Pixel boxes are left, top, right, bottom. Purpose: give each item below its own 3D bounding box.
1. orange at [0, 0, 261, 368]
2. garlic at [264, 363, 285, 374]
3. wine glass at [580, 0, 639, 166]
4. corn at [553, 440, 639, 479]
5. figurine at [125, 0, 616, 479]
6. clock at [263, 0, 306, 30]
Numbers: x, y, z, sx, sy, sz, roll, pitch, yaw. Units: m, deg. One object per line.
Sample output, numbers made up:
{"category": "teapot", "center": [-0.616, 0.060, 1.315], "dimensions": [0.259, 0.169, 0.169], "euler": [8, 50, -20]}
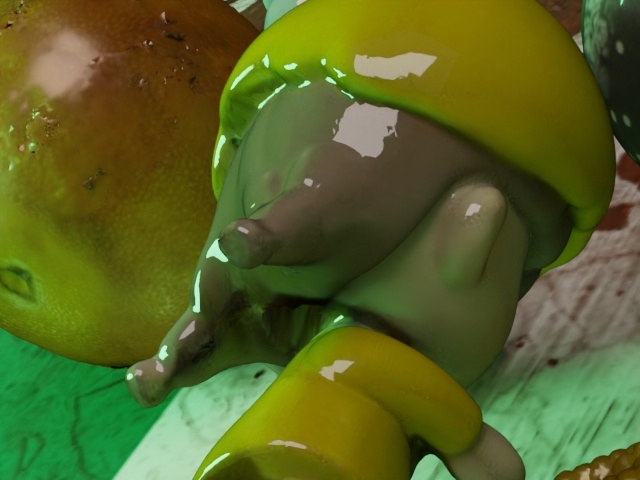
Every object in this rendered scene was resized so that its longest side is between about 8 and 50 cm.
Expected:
{"category": "orange", "center": [-0.120, -0.044, 1.156], "dimensions": [0.240, 0.240, 0.240], "euler": [-22, 31, 14]}
{"category": "garlic", "center": [0.000, 0.000, 1.048], "dimensions": [0.131, 0.194, 0.127], "euler": [-39, 21, -4]}
{"category": "wine glass", "center": [0.242, -0.086, 0.920], "dimensions": [0.238, 0.238, 0.323], "euler": [-20, 37, 17]}
{"category": "corn", "center": [0.175, 0.112, 0.807], "dimensions": [0.262, 0.097, 0.097], "euler": [-26, 30, 8]}
{"category": "figurine", "center": [0.021, 0.034, 0.846], "dimensions": [0.215, 0.187, 0.343], "euler": [-43, 23, 46]}
{"category": "clock", "center": [0.038, -0.173, 1.373], "dimensions": [0.176, 0.080, 0.117], "euler": [-22, 30, 16]}
